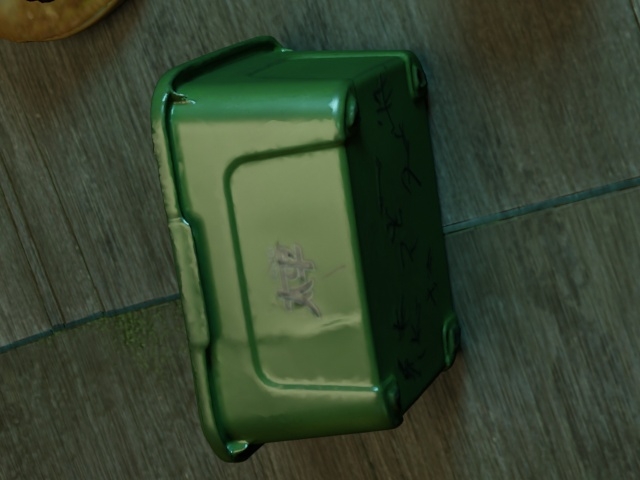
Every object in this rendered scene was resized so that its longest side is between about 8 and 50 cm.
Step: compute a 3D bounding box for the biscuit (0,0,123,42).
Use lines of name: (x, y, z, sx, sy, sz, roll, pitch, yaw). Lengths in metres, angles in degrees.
biscuit: (-0.249, -0.300, 1.495, 0.309, 0.040, 0.205, -38, 82, 32)

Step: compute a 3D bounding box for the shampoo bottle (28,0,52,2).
shampoo bottle: (-0.209, -0.368, 1.380, 0.129, 0.084, 0.323, 44, 120, 11)

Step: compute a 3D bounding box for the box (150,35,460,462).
box: (0.000, 0.000, 1.315, 0.177, 0.253, 0.329, -2, 106, 21)
